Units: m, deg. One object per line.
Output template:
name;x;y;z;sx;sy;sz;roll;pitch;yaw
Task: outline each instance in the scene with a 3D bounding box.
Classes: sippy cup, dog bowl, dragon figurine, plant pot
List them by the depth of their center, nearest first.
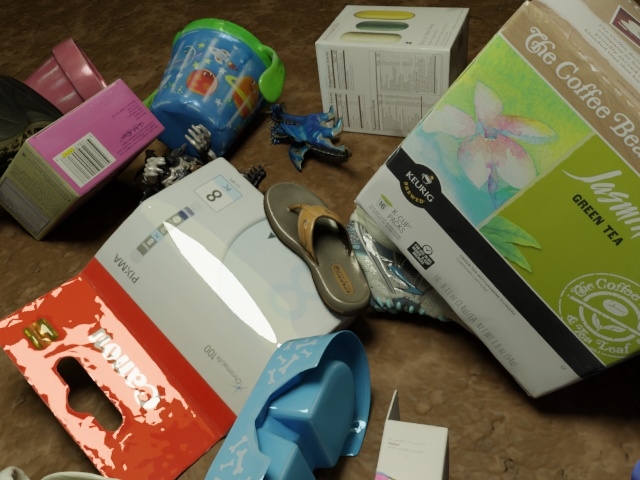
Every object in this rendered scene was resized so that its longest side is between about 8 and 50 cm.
dog bowl;-0.032;0.227;0.651;0.074;0.165;0.297;1;40;27
dragon figurine;-0.027;-0.196;1.186;0.144;0.085;0.289;-15;37;-5
sippy cup;-0.233;-0.292;1.247;0.240;0.305;0.224;30;54;-13
plant pot;-0.571;-0.321;1.358;0.180;0.201;0.201;-33;45;-6

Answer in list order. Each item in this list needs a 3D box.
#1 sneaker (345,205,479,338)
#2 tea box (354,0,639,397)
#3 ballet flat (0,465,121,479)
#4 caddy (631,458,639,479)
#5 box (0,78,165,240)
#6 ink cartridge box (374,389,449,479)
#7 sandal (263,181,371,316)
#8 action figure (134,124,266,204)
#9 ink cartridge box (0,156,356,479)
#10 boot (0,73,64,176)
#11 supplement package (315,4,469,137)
sneaker;0.133;0.067;0.866;0.283;0.110;0.122;41;94;27
tea box;0.276;-0.055;0.684;0.329;0.323;0.220;48;48;7
ballet flat;-0.190;0.273;0.530;0.400;0.139;0.139;0;39;30
caddy;0.463;0.176;0.563;0.341;0.241;0.179;-27;37;-19
box;-0.430;-0.138;1.073;0.243;0.117;0.213;-24;22;46
ink cartridge box;0.092;0.265;0.612;0.067;0.115;0.198;4;43;15
sandal;0.000;0.000;0.806;0.090;0.060;0.219;-16;62;-25
action figure;-0.241;-0.131;1.110;0.276;0.141;0.164;16;55;23
ink cartridge box;-0.177;0.092;0.792;0.308;0.091;0.385;44;57;15
boot;-0.633;-0.148;1.119;0.284;0.138;0.377;-49;20;11
supplement package;0.154;-0.351;1.250;0.263;0.198;0.199;9;44;20
